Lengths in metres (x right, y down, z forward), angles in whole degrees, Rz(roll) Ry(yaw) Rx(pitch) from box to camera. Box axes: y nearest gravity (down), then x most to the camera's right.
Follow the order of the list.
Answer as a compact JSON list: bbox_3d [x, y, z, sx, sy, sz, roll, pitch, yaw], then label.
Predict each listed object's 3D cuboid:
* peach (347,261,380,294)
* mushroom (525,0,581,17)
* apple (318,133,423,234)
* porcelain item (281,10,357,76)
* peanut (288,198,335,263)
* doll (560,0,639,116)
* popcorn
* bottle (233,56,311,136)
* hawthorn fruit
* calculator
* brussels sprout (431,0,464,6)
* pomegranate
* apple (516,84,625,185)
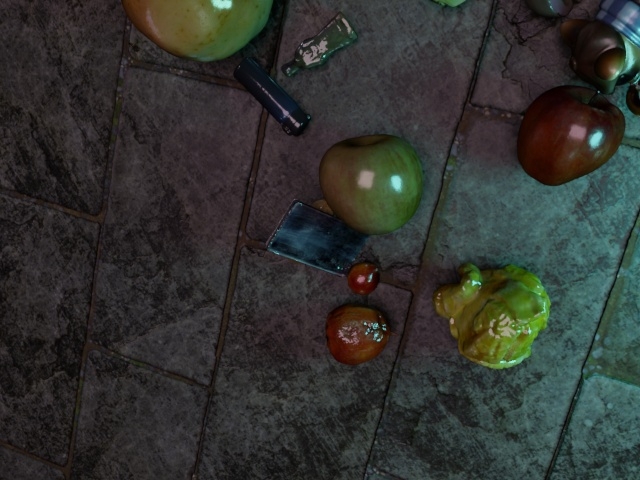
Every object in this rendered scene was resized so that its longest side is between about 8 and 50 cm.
[{"bbox_3d":[0.119,0.110,1.547,0.098,0.061,0.098,4,109,11],"label":"peach"},{"bbox_3d":[0.521,-0.604,1.281,0.117,0.141,0.188,23,104,47],"label":"mushroom"},{"bbox_3d":[0.127,-0.140,1.406,0.257,0.256,0.233,-3,118,17],"label":"apple"},{"bbox_3d":[-0.009,-0.497,1.474,0.216,0.069,0.081,-34,101,18],"label":"porcelain item"},{"bbox_3d":[-0.025,-0.021,1.557,0.100,0.099,0.214,36,101,8],"label":"peanut"},{"bbox_3d":[0.709,-0.468,1.222,0.339,0.209,0.318,-47,53,16],"label":"doll"},{"bbox_3d":[0.426,0.168,1.395,0.277,0.276,0.225,7,138,15],"label":"popcorn"},{"bbox_3d":[-0.131,-0.384,1.527,0.082,0.072,0.244,-45,86,-3],"label":"bottle"},{"bbox_3d":[0.096,0.250,1.539,0.179,0.173,0.173,-33,89,-7],"label":"hawthorn fruit"},{"bbox_3d":[0.000,0.000,1.505,0.262,0.021,0.161,23,109,-31],"label":"calculator"},{"bbox_3d":[0.291,-0.631,1.337,0.118,0.155,0.155,-8,99,53],"label":"brussels sprout"},{"bbox_3d":[-0.292,-0.639,1.361,0.412,0.411,0.411,3,100,16],"label":"pomegranate"},{"bbox_3d":[0.561,-0.239,1.278,0.234,0.234,0.233,3,100,16],"label":"apple"}]
